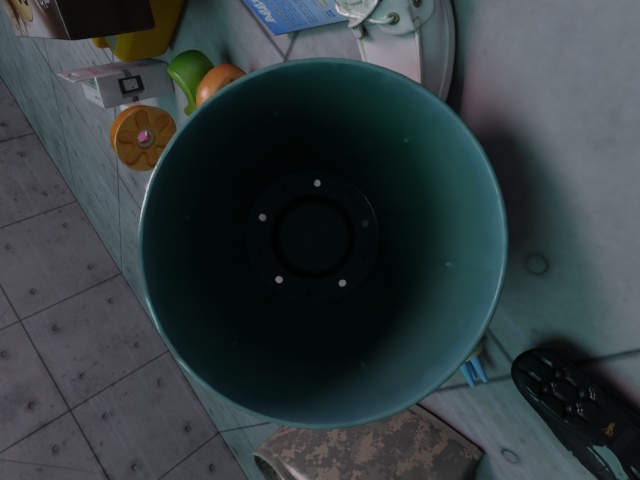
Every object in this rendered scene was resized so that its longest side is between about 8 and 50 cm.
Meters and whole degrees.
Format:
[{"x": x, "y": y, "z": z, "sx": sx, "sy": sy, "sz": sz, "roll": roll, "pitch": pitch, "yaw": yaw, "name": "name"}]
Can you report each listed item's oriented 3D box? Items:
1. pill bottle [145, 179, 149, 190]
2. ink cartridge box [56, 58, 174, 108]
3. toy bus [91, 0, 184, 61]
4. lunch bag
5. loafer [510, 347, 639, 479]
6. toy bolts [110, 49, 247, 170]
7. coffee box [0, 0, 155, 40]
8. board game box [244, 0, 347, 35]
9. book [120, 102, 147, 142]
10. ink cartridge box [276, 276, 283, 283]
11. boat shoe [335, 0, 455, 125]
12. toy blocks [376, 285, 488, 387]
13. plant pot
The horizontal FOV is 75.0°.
[{"x": -0.257, "y": 0.019, "z": 0.882, "sx": 0.181, "sy": 0.181, "sz": 0.323, "roll": 25, "pitch": 134, "yaw": 42, "name": "pill bottle"}, {"x": -0.400, "y": -0.310, "z": 0.822, "sx": 0.104, "sy": 0.180, "sz": 0.060, "roll": 30, "pitch": 137, "yaw": 38, "name": "ink cartridge box"}, {"x": -0.301, "y": -0.410, "z": 0.681, "sx": 0.332, "sy": 0.108, "sz": 0.130, "roll": -22, "pitch": 98, "yaw": 56, "name": "toy bus"}, {"x": 0.063, "y": 0.363, "z": 0.668, "sx": 0.287, "sy": 0.235, "sz": 0.169, "roll": 28, "pitch": 138, "yaw": 39, "name": "lunch bag"}, {"x": 0.285, "y": 0.195, "z": 0.402, "sx": 0.223, "sy": 0.076, "sz": 0.078, "roll": 45, "pitch": -179, "yaw": 23, "name": "loafer"}, {"x": -0.174, "y": -0.138, "z": 0.658, "sx": 0.158, "sy": 0.218, "sz": 0.228, "roll": 33, "pitch": 157, "yaw": 26, "name": "toy bolts"}, {"x": -0.373, "y": -0.383, "z": 0.587, "sx": 0.297, "sy": 0.119, "sz": 0.168, "roll": 25, "pitch": 133, "yaw": 40, "name": "coffee box"}, {"x": -0.090, "y": -0.313, "z": 0.389, "sx": 0.145, "sy": 0.027, "sz": 0.281, "roll": 18, "pitch": 169, "yaw": 45, "name": "board game box"}, {"x": -0.455, "y": -0.273, "z": 1.062, "sx": 0.096, "sy": 0.035, "sz": 0.144, "roll": 29, "pitch": 137, "yaw": 34, "name": "book"}, {"x": -0.141, "y": 0.043, "z": 0.690, "sx": 0.217, "sy": 0.159, "sz": 0.092, "roll": 26, "pitch": 146, "yaw": -4, "name": "ink cartridge box"}, {"x": 0.047, "y": -0.227, "z": 0.364, "sx": 0.098, "sy": 0.096, "sz": 0.277, "roll": 13, "pitch": 125, "yaw": 47, "name": "boat shoe"}, {"x": 0.143, "y": 0.117, "z": 0.540, "sx": 0.123, "sy": 0.054, "sz": 0.148, "roll": -20, "pitch": 98, "yaw": 56, "name": "toy blocks"}, {"x": 0.000, "y": 0.000, "z": 0.441, "sx": 0.293, "sy": 0.293, "sz": 0.235, "roll": 62, "pitch": 178, "yaw": -4, "name": "plant pot"}]
